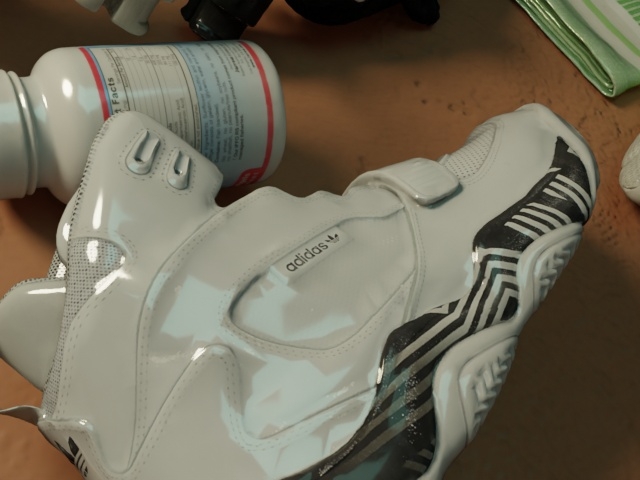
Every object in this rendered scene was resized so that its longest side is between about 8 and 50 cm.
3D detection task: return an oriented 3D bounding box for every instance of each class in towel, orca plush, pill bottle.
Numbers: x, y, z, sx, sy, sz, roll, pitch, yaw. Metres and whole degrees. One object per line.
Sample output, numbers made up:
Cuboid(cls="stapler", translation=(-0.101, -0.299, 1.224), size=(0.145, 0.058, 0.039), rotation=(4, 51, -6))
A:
Cuboid(cls="towel", translation=(0.313, -0.283, 0.803), size=(0.325, 0.038, 0.248), rotation=(-25, 71, -35))
Cuboid(cls="orca plush", translation=(0.068, -0.233, 0.650), size=(0.151, 0.102, 0.287), rotation=(-4, 32, 27))
Cuboid(cls="pill bottle", translation=(-0.106, -0.065, 0.431), size=(0.160, 0.087, 0.087), rotation=(-11, 63, -30))

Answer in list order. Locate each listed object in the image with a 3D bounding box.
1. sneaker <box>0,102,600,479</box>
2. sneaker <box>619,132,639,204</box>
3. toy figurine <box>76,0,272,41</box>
Cuboid(cls="sneaker", translation=(0.000, 0.000, 0.400), size=(0.210, 0.137, 0.366), rotation=(38, 54, 0))
Cuboid(cls="sneaker", translation=(0.338, -0.077, 0.638), size=(0.126, 0.091, 0.240), rotation=(40, 50, 5))
Cuboid(cls="toy figurine", translation=(-0.107, -0.230, 0.459), size=(0.213, 0.148, 0.209), rotation=(40, 18, 7))
